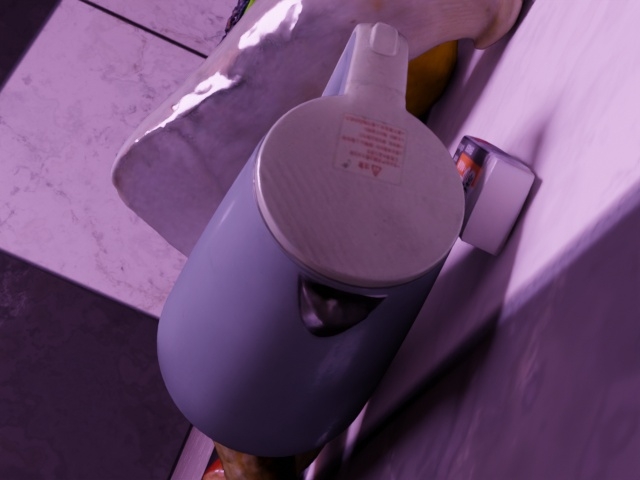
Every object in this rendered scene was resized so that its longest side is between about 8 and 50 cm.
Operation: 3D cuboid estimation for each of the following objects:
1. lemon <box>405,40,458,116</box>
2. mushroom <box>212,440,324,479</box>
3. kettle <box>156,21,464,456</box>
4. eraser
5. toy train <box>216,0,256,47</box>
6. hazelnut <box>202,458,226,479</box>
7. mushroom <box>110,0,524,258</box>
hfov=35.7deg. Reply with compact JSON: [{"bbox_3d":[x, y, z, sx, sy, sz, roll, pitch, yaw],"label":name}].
[{"bbox_3d":[0.041,-0.208,1.008,0.260,0.204,0.204,-95,29,-66],"label":"lemon"},{"bbox_3d":[-0.016,0.093,0.826,0.312,0.081,0.100,-68,-27,-59],"label":"mushroom"},{"bbox_3d":[0.000,0.000,0.622,0.243,0.160,0.210,120,168,-57],"label":"kettle"},{"bbox_3d":[0.095,-0.030,0.590,0.122,0.029,0.052,-86,18,-78],"label":"eraser"},{"bbox_3d":[0.010,-0.241,1.231,0.307,0.249,0.173,-67,8,-20],"label":"toy train"},{"bbox_3d":[-0.059,0.211,0.824,0.086,0.086,0.086,-156,90,-85],"label":"hazelnut"},{"bbox_3d":[-0.001,-0.139,0.845,0.397,0.177,0.126,-45,-1,22],"label":"mushroom"}]
